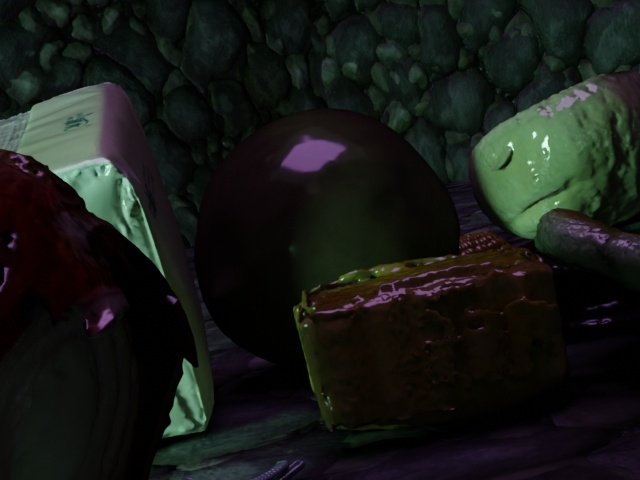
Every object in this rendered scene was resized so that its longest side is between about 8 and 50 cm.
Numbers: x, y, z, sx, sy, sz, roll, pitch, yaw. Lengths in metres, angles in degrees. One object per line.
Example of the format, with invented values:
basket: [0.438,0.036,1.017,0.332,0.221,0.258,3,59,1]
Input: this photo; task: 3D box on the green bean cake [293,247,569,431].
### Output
green bean cake: [0.094,0.085,1.102,0.224,0.131,0.229,-11,3,-1]

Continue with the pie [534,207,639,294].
pie: [0.292,0.027,1.084,0.241,0.054,0.240,22,5,-2]

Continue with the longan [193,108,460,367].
longan: [0.001,0.000,1.384,0.297,0.297,0.297,-13,6,1]

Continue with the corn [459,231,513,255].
corn: [0.161,0.043,1.626,0.238,0.080,0.080,-17,7,-36]

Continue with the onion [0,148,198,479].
onion: [-0.251,0.086,0.762,0.341,0.341,0.341,-13,6,1]

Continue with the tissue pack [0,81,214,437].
tissue pack: [-0.247,0.025,1.303,0.207,0.297,0.380,-18,21,-3]

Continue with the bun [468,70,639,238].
bun: [0.284,-0.082,1.364,0.244,0.153,0.244,-27,-13,-7]

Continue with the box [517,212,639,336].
box: [0.385,0.010,1.376,0.359,0.091,0.350,-13,5,8]

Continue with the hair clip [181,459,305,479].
hair clip: [-0.060,0.183,0.958,0.030,0.039,0.115,-1,10,42]
